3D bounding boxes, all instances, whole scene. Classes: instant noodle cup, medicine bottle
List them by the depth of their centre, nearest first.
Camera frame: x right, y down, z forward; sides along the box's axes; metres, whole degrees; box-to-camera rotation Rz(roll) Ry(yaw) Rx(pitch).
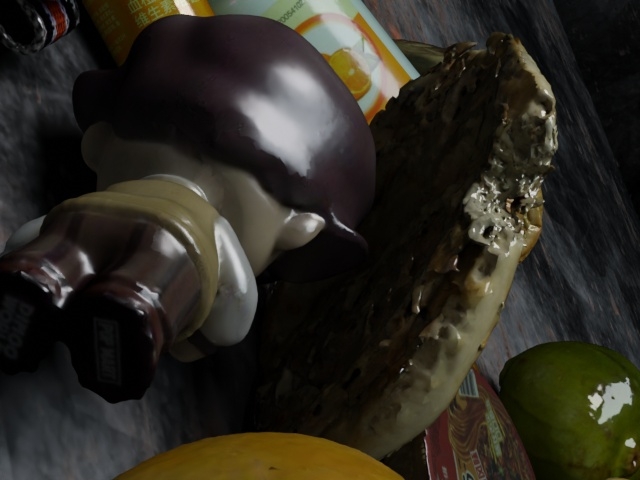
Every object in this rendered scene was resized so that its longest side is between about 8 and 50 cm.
[{"bbox_3d":[-0.137,-0.182,1.065,0.192,0.096,0.096,62,21,-3],"label":"medicine bottle"},{"bbox_3d":[0.119,0.246,1.134,0.274,0.091,0.274,45,35,-43],"label":"instant noodle cup"},{"bbox_3d":[-0.023,-0.184,1.210,0.318,0.158,0.158,48,25,-19],"label":"medicine bottle"}]

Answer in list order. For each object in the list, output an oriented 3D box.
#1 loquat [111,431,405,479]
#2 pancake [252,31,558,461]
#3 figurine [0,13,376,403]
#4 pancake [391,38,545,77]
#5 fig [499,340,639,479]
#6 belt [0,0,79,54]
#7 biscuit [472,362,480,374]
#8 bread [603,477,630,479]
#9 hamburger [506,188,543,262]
[{"bbox_3d":[-0.028,0.225,0.606,0.263,0.263,0.263,49,25,-32],"label":"loquat"},{"bbox_3d":[0.056,0.011,0.946,0.071,0.382,0.382,28,33,-16],"label":"pancake"},{"bbox_3d":[-0.087,-0.006,0.854,0.365,0.218,0.206,-67,152,-47],"label":"figurine"},{"bbox_3d":[0.157,-0.226,1.632,0.294,0.294,0.049,-21,123,-69],"label":"pancake"},{"bbox_3d":[0.290,0.217,1.494,0.225,0.203,0.203,29,-9,46],"label":"fig"},{"bbox_3d":[-0.273,-0.295,0.851,0.359,0.126,0.094,56,20,-13],"label":"belt"},{"bbox_3d":[0.130,0.099,1.331,0.262,0.037,0.262,-25,90,-86],"label":"biscuit"},{"bbox_3d":[0.317,0.380,1.346,0.198,0.120,0.236,39,54,-45],"label":"bread"},{"bbox_3d":[0.194,-0.091,1.634,0.144,0.156,0.283,15,47,-59],"label":"hamburger"}]
